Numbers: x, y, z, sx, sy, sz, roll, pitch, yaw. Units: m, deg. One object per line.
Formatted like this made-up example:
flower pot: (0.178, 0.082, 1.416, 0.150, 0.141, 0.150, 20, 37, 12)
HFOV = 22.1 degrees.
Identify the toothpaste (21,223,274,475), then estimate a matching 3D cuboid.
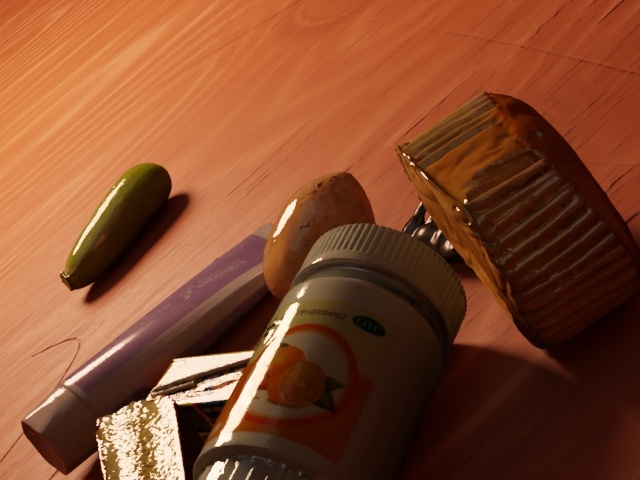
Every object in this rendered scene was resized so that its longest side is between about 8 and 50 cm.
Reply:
toothpaste: (-0.155, 0.097, 1.738, 0.371, 0.080, 0.125, -43, 28, -22)

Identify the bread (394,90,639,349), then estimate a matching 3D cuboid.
bread: (0.178, -0.024, 1.436, 0.133, 0.179, 0.250, -37, 34, 1)

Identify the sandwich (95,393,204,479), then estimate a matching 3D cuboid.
sandwich: (-0.144, 0.235, 1.493, 0.094, 0.096, 0.258, -28, 27, 3)

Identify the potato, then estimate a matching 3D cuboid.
potato: (-0.002, 0.002, 1.680, 0.112, 0.112, 0.147, 2, 53, 50)

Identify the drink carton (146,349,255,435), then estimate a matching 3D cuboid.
drink carton: (-0.095, 0.149, 1.606, 0.165, 0.056, 0.071, -9, 35, 41)

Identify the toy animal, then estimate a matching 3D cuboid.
toy animal: (0.129, -0.004, 1.599, 0.135, 0.047, 0.065, 11, 59, 52)

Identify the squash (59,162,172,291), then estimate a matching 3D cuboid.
squash: (-0.255, -0.018, 2.030, 0.066, 0.066, 0.201, 5, 52, 51)

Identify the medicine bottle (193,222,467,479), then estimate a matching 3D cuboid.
medicine bottle: (0.003, 0.147, 1.392, 0.158, 0.158, 0.318, -12, 37, 38)
